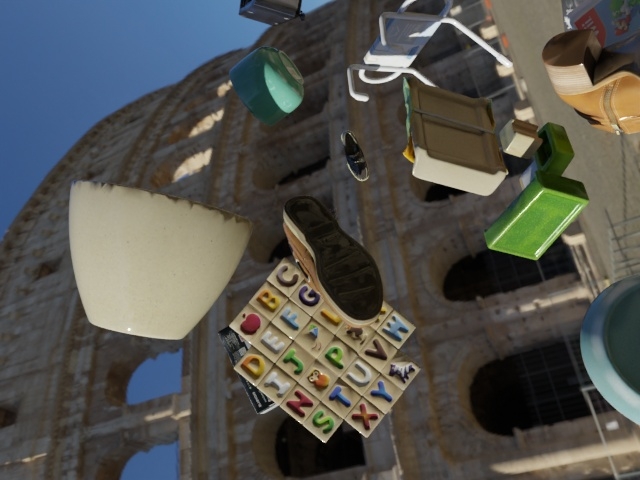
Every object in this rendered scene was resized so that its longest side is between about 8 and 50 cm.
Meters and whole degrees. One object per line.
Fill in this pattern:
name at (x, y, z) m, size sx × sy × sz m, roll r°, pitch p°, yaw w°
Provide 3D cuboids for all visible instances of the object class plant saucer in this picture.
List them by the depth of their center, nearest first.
plant saucer at (0.642, 0.190, 1.048) m, size 0.043 × 0.318 × 0.317 m, roll 63°, pitch -164°, yaw -59°

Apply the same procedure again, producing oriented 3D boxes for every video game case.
video game case at (0.574, -0.385, 0.953) m, size 0.204 × 0.285 × 0.025 m, roll 42°, pitch -158°, yaw -27°

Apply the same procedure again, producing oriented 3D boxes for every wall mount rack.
wall mount rack at (0.238, -0.404, 1.327) m, size 0.350 × 0.304 × 0.130 m, roll 136°, pitch 129°, yaw -67°

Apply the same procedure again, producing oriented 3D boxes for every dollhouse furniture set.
dollhouse furniture set at (0.250, -0.118, 0.959) m, size 0.302 × 0.151 × 0.197 m, roll 13°, pitch -132°, yaw -13°

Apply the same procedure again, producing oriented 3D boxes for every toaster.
toaster at (-0.098, -0.556, 1.241) m, size 0.186 × 0.110 × 0.168 m, roll -149°, pitch 66°, yaw -64°

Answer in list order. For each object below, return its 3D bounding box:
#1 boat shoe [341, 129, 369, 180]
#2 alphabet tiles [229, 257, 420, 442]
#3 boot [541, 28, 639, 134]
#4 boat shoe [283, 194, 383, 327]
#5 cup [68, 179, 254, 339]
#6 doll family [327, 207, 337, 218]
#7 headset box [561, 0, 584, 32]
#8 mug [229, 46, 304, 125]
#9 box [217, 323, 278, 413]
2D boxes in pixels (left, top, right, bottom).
boat shoe at (0.095, -0.241, 1.666) m, size 0.152 × 0.056 × 0.049 m, roll 65°, pitch -170°, yaw -5°
alphabet tiles at (0.009, 0.205, 1.125) m, size 0.342 × 0.285 × 0.011 m, roll 39°, pitch 177°, yaw 1°
boot at (0.476, -0.209, 0.829) m, size 0.220 × 0.283 × 0.109 m, roll 26°, pitch -100°, yaw -45°
boat shoe at (0.023, 0.049, 1.077) m, size 0.104 × 0.111 × 0.307 m, roll 96°, pitch 153°, yaw -47°
cup at (-0.308, 0.047, 1.064) m, size 0.331 × 0.331 × 0.237 m, roll 24°, pitch -102°, yaw -65°
doll family at (0.000, 0.000, 1.591) m, size 0.076 × 0.111 × 0.193 m, roll 79°, pitch -177°, yaw -58°
headset box at (0.763, -0.643, 1.544) m, size 0.218 × 0.110 × 0.293 m, roll 24°, pitch 140°, yaw 54°
mug at (-0.094, -0.305, 1.097) m, size 0.129 × 0.097 × 0.157 m, roll 36°, pitch -151°, yaw -45°
box at (-0.117, 0.269, 1.378) m, size 0.220 × 0.175 × 0.051 m, roll 59°, pitch -179°, yaw 18°
